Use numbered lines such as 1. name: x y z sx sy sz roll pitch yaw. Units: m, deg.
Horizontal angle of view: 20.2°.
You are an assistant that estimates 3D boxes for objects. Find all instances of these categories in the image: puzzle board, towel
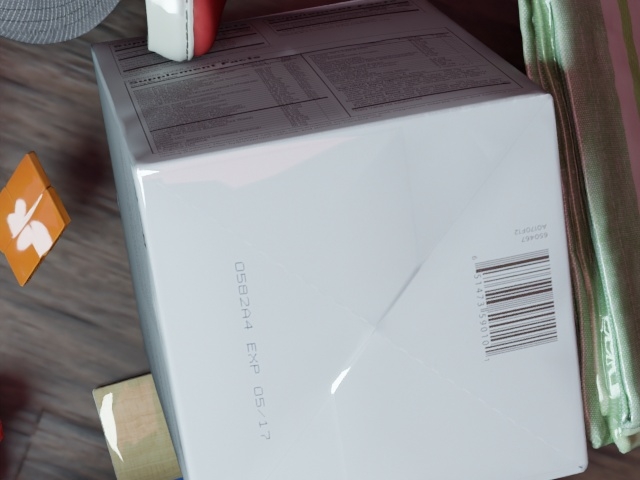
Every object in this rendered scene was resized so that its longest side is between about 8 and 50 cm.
1. puzzle board: -0.064 0.119 1.092 0.128 0.011 0.096 -15 95 -7
2. towel: 0.203 -0.037 1.002 0.038 0.325 0.248 -8 94 33

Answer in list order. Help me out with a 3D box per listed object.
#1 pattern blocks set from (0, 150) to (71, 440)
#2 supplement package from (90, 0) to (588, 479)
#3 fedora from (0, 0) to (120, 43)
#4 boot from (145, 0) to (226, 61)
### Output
1. pattern blocks set: -0.285 -0.015 1.020 0.285 0.026 0.325 13 100 3
2. supplement package: 0.000 0.000 0.949 0.198 0.263 0.199 -11 110 -8
3. fedora: -0.196 -0.250 0.982 0.275 0.244 0.124 34 57 -8
4. boot: -0.006 -0.193 0.981 0.176 0.088 0.244 8 56 -2
